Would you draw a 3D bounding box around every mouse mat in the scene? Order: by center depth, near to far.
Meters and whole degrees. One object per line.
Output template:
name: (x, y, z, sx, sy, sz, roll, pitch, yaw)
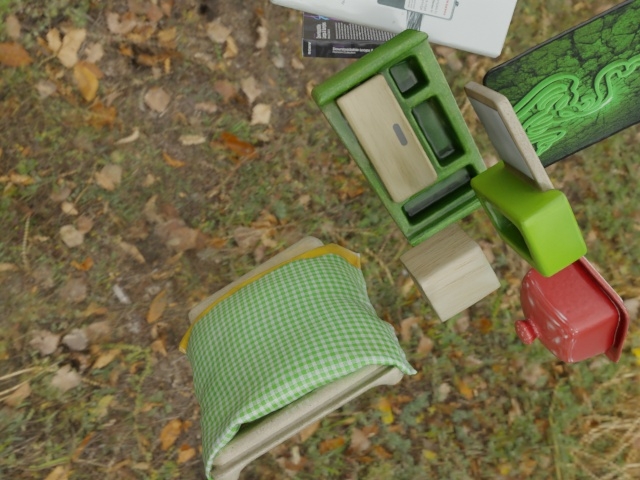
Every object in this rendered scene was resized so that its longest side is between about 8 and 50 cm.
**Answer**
mouse mat: (0.261, -0.149, 0.805, 0.152, 0.190, 0.007, 58, 9, -43)

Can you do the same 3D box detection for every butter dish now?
butter dish: (0.307, 0.094, 1.063, 0.118, 0.160, 0.160, -30, 57, -7)

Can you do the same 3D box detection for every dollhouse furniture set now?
dollhouse furniture set: (0.000, 0.000, 0.596, 0.301, 0.197, 0.151, -32, 114, 2)

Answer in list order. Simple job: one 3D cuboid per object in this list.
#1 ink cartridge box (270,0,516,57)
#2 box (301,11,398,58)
ink cartridge box: (0.055, -0.237, 0.731, 0.208, 0.153, 0.087, 10, 110, -17)
box: (0.054, -0.279, 1.114, 0.162, 0.029, 0.116, 3, 33, -2)
